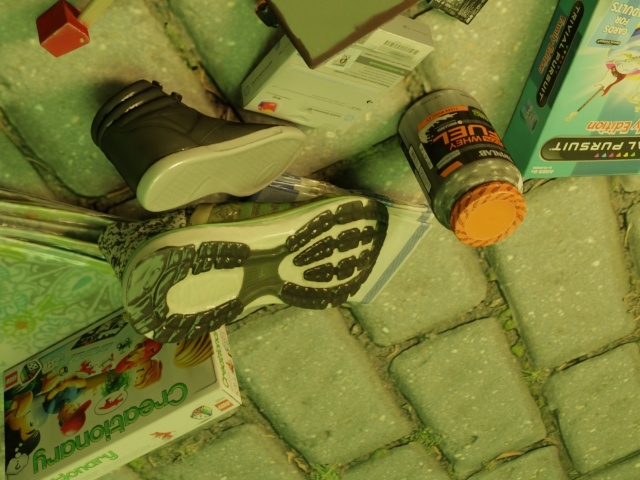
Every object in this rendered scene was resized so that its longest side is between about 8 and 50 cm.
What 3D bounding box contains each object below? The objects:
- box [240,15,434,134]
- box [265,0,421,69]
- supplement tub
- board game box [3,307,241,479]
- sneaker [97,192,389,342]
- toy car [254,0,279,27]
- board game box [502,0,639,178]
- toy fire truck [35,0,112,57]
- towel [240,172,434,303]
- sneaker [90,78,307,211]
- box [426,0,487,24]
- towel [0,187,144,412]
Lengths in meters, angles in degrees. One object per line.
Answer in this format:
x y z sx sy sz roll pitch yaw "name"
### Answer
0.016 -0.197 1.136 0.145 0.038 0.186 11 146 -31 "box"
-0.065 -0.349 0.801 0.143 0.191 0.381 -33 120 7 "box"
0.177 -0.090 1.237 0.117 0.190 0.117 -12 138 -11 "supplement tub"
-0.253 0.183 1.224 0.305 0.193 0.053 -29 136 10 "board game box"
-0.089 -0.009 1.223 0.410 0.182 0.158 -8 124 -40 "sneaker"
-0.068 -0.273 1.061 0.060 0.040 0.122 -25 145 38 "toy car"
0.407 -0.230 1.263 0.254 0.079 0.336 -3 135 -18 "board game box"
-0.231 -0.283 0.983 0.192 0.047 0.135 -32 137 11 "toy fire truck"
0.000 0.000 1.382 0.285 0.034 0.209 11 132 -28 "towel"
-0.138 -0.126 1.153 0.296 0.147 0.104 -17 148 -54 "sneaker"
0.170 -0.296 1.146 0.067 0.018 0.083 17 127 -34 "box"
-0.361 0.102 1.311 0.320 0.090 0.374 14 128 -29 "towel"
